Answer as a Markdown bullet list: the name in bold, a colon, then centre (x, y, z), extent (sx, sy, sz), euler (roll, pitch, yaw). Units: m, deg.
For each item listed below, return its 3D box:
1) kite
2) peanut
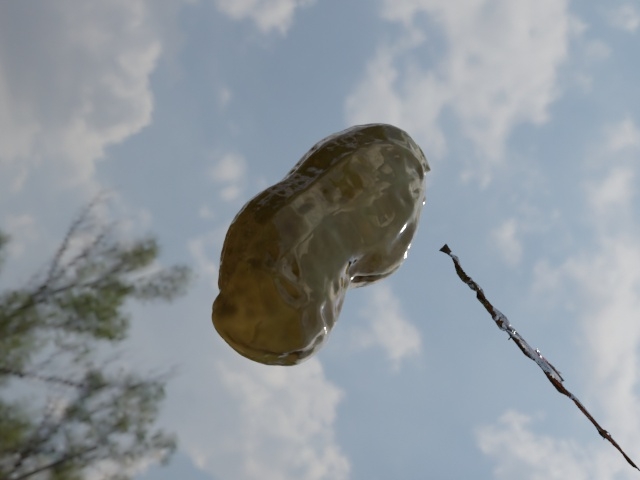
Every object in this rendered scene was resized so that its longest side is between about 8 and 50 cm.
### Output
- **kite**: centre (0.153, 0.084, 0.983), extent (0.232, 0.009, 0.189), euler (51, 6, 22)
- **peanut**: centre (0.000, 0.000, 1.292), extent (0.147, 0.305, 0.147), euler (24, -45, 26)
